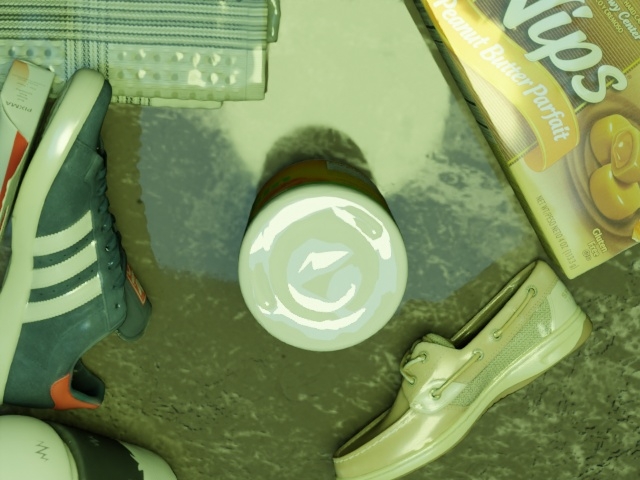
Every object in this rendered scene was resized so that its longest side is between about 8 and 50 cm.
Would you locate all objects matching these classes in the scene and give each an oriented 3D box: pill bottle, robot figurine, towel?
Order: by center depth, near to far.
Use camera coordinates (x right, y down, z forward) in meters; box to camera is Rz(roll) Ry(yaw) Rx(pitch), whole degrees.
[{"bbox_3d":[0.000,0.000,0.922,0.136,0.245,0.136,0,102,-1],"label":"pill bottle"},{"bbox_3d":[-0.197,-0.284,0.965,0.324,0.056,0.312,3,99,0],"label":"towel"},{"bbox_3d":[-0.245,0.268,0.978,0.209,0.278,0.173,0,70,35],"label":"robot figurine"}]

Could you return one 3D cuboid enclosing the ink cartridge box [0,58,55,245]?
[{"bbox_3d":[-0.290,-0.056,0.917,0.045,0.179,0.145,19,126,-12],"label":"ink cartridge box"}]

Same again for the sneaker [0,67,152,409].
[{"bbox_3d":[-0.222,0.011,0.982,0.148,0.131,0.350,16,114,-13],"label":"sneaker"}]

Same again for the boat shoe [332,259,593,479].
[{"bbox_3d":[0.125,0.136,1.029,0.302,0.109,0.098,-36,95,0],"label":"boat shoe"}]

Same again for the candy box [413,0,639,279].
[{"bbox_3d":[0.239,-0.145,0.976,0.183,0.087,0.316,-29,101,5],"label":"candy box"}]
